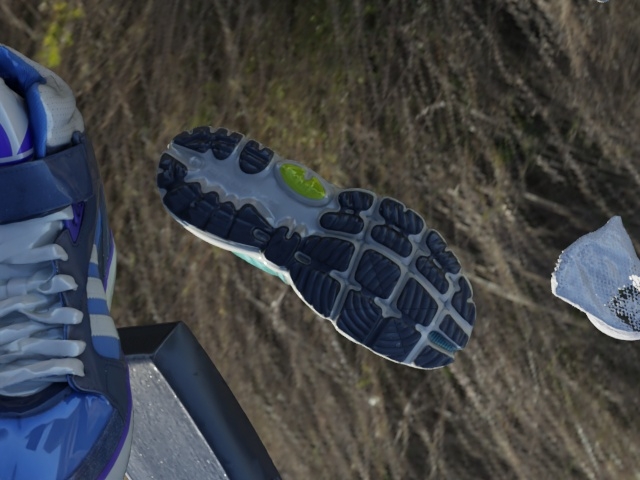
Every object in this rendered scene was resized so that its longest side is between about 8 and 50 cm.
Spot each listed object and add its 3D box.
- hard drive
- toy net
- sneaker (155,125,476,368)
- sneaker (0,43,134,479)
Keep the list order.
[{"bbox_3d":[-0.143,0.199,1.250,0.172,0.054,0.254,-8,119,39],"label":"hard drive"},{"bbox_3d":[0.256,0.042,0.849,0.232,0.045,0.122,0,86,-17],"label":"toy net"},{"bbox_3d":[0.000,0.000,0.968,0.275,0.107,0.110,34,174,6],"label":"sneaker"},{"bbox_3d":[-0.210,0.014,0.829,0.130,0.322,0.236,-9,133,2],"label":"sneaker"}]
